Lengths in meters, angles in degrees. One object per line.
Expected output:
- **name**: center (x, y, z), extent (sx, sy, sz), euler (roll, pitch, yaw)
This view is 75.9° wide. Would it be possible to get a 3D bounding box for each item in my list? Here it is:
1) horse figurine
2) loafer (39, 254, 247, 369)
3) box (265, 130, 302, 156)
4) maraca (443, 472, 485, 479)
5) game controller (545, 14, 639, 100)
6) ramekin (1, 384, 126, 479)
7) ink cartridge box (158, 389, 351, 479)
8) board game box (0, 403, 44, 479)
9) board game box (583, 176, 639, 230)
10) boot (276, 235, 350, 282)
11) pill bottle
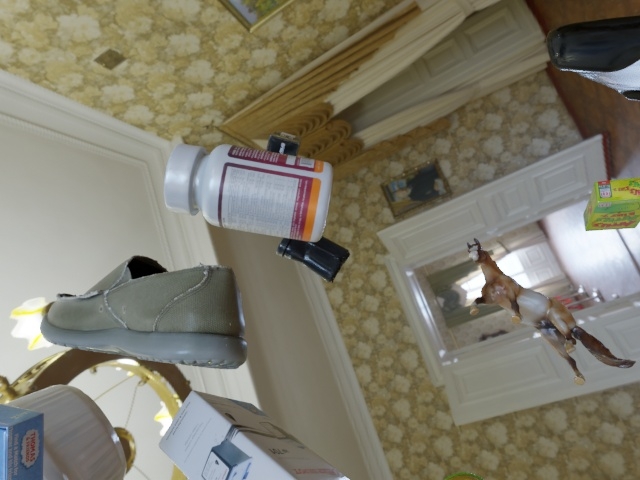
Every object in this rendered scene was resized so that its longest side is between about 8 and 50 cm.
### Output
- **horse figurine**: center (0.334, 0.114, 0.643), extent (0.263, 0.066, 0.174), euler (32, -152, 8)
- **loafer**: center (-0.161, 0.063, 0.378), extent (0.094, 0.252, 0.087), euler (34, -121, -53)
- **box**: center (-0.109, -0.212, 1.115), extent (0.078, 0.147, 0.180), euler (15, -161, -5)
- **maraca**: center (0.247, 0.510, 0.729), extent (0.127, 0.185, 0.099), euler (25, 155, 41)
- **game controller**: center (0.373, -0.187, 0.435), extent (0.320, 0.067, 0.167), euler (-7, -151, -41)
- **ramekin**: center (-0.471, 0.387, 0.735), extent (0.127, 0.273, 0.272), euler (-30, -85, -54)
- **ink cartridge box**: center (-0.078, 0.274, 0.500), extent (0.082, 0.191, 0.139), euler (-62, -36, -13)
- **board game box**: center (-0.358, 0.232, 0.394), extent (0.039, 0.212, 0.159), euler (-2, -86, -71)
- **board game box**: center (0.592, -0.068, 0.821), extent (0.181, 0.092, 0.043), euler (34, -124, -59)
- **boot**: center (0.000, 0.000, 1.314), extent (0.207, 0.094, 0.246), euler (28, -126, 1)
- **pill bottle**: center (-0.099, -0.072, 0.599), extent (0.121, 0.222, 0.121), euler (-170, 90, -87)
